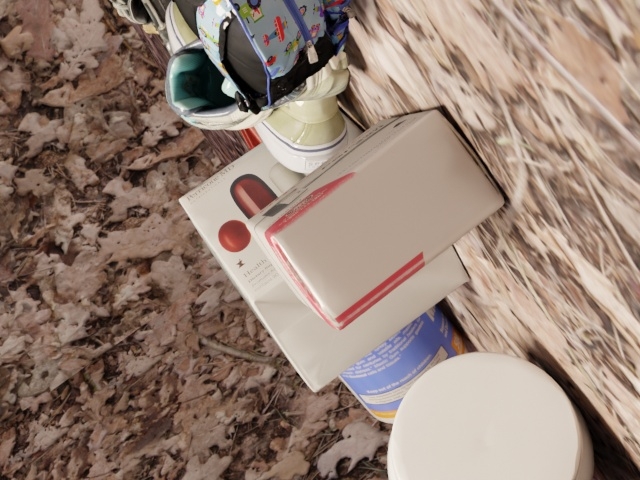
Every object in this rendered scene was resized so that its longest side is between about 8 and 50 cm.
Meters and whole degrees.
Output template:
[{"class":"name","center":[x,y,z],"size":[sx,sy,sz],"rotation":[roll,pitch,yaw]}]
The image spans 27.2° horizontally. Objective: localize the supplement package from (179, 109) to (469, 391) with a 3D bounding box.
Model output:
[{"class":"supplement package","center":[0.000,0.000,1.333],"size":[0.203,0.194,0.149],"rotation":[48,172,50]}]

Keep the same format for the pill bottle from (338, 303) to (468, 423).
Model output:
[{"class":"pill bottle","center":[0.049,0.081,1.577],"size":[0.272,0.152,0.152],"rotation":[51,178,-31]}]

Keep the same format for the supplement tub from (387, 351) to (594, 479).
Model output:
[{"class":"supplement tub","center":[0.168,0.225,1.286],"size":[0.191,0.191,0.272],"rotation":[52,176,23]}]

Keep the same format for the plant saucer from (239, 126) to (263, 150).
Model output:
[{"class":"plant saucer","center":[-0.062,-0.129,1.982],"size":[0.258,0.048,0.259],"rotation":[52,176,26]}]

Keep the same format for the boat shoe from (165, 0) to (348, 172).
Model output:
[{"class":"boat shoe","center":[-0.061,-0.187,1.330],"size":[0.302,0.109,0.094],"rotation":[47,147,37]}]

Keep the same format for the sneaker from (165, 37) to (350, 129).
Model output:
[{"class":"sneaker","center":[-0.092,-0.151,1.174],"size":[0.283,0.122,0.110],"rotation":[-10,98,63]}]

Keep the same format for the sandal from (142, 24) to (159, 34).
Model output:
[{"class":"sandal","center":[-0.236,-0.342,1.978],"size":[0.240,0.079,0.088],"rotation":[52,175,29]}]

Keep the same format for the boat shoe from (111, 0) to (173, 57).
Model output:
[{"class":"boat shoe","center":[-0.234,-0.340,1.801],"size":[0.306,0.105,0.113],"rotation":[51,174,36]}]

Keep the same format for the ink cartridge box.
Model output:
[{"class":"ink cartridge box","center":[0.034,-0.021,1.045],"size":[0.092,0.158,0.218],"rotation":[53,175,-6]}]

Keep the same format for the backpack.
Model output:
[{"class":"backpack","center":[-0.052,-0.191,0.944],"size":[0.158,0.117,0.173],"rotation":[54,176,7]}]
